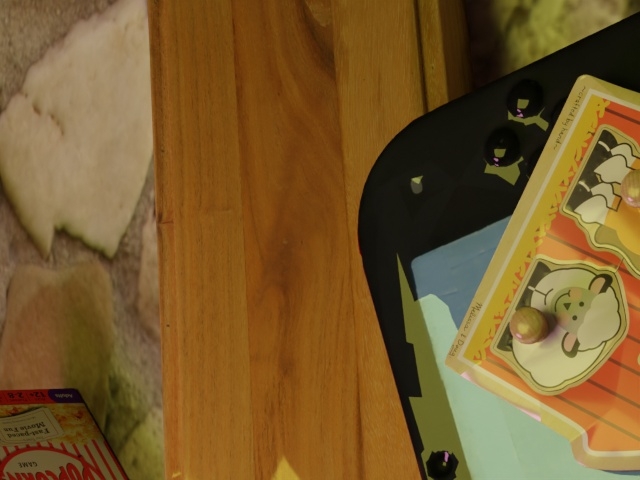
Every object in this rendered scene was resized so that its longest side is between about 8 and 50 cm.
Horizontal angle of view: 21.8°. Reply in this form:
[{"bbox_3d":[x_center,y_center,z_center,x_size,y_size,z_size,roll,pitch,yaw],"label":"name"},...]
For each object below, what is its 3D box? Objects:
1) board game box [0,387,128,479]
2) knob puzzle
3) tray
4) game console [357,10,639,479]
[{"bbox_3d":[-0.237,0.205,1.383,0.193,0.146,0.045,52,127,38],"label":"board game box"},{"bbox_3d":[0.171,0.025,0.814,0.213,0.030,0.213,-7,74,27],"label":"knob puzzle"},{"bbox_3d":[0.000,0.000,1.041,0.202,0.076,0.411,-11,69,19],"label":"tray"},{"bbox_3d":[0.200,0.064,0.830,0.342,0.060,0.387,-26,67,28],"label":"game console"}]
